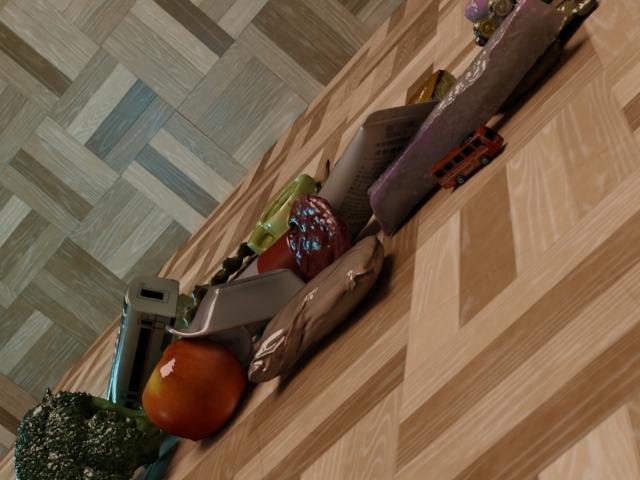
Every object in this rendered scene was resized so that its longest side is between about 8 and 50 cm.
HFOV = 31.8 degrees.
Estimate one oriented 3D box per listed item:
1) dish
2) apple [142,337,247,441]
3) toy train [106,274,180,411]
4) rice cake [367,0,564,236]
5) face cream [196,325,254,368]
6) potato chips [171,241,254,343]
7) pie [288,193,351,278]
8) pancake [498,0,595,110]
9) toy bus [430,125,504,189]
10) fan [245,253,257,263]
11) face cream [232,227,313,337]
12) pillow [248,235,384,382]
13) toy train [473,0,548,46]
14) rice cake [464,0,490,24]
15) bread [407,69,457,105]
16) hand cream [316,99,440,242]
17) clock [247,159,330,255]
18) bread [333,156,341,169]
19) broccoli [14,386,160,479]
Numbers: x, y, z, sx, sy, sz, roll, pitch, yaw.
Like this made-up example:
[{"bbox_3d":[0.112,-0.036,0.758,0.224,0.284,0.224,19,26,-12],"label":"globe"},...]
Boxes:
[{"bbox_3d":[-0.126,0.095,1.725,0.234,0.064,0.154,-16,3,-14],"label":"dish"},{"bbox_3d":[-0.189,0.224,1.695,0.163,0.139,0.163,-62,5,9],"label":"apple"},{"bbox_3d":[-0.311,0.223,1.900,0.086,0.088,0.407,-92,15,-45],"label":"toy train"},{"bbox_3d":[0.193,-0.175,1.577,0.399,0.070,0.064,-51,9,22],"label":"rice cake"},{"bbox_3d":[-0.209,0.211,1.901,0.252,0.101,0.101,-36,17,52],"label":"face cream"},{"bbox_3d":[-0.289,0.155,2.456,0.389,0.097,0.373,-36,16,52],"label":"potato chips"},{"bbox_3d":[0.000,0.000,1.716,0.038,0.153,0.153,-18,-7,-30],"label":"pie"},{"bbox_3d":[0.311,-0.276,1.637,0.235,0.029,0.212,-54,11,-18],"label":"pancake"},{"bbox_3d":[0.195,-0.111,1.501,0.110,0.043,0.031,-41,14,42],"label":"toy bus"},{"bbox_3d":[-0.143,0.010,2.592,0.220,0.009,0.132,-35,17,53],"label":"fan"},{"bbox_3d":[-0.081,0.071,1.874,0.214,0.096,0.096,-43,13,33],"label":"face cream"},{"bbox_3d":[-0.008,0.099,1.556,0.270,0.067,0.173,-45,6,25],"label":"pillow"},{"bbox_3d":[0.333,-0.400,1.863,0.202,0.081,0.060,-55,8,10],"label":"toy train"},{"bbox_3d":[0.368,-0.494,2.103,0.270,0.055,0.049,-36,22,47],"label":"rice cake"},{"bbox_3d":[0.178,-0.204,1.836,0.128,0.069,0.140,-43,16,39],"label":"bread"},{"bbox_3d":[0.064,-0.098,1.697,0.140,0.089,0.314,-13,-27,-36],"label":"hand cream"},{"bbox_3d":[-0.049,-0.070,2.309,0.232,0.069,0.170,-42,13,38],"label":"clock"},{"bbox_3d":[0.084,-0.145,2.069,0.073,0.053,0.214,-56,14,-11],"label":"bread"},{"bbox_3d":[-0.371,0.357,1.829,0.245,0.265,0.294,-17,6,-20],"label":"broccoli"}]
